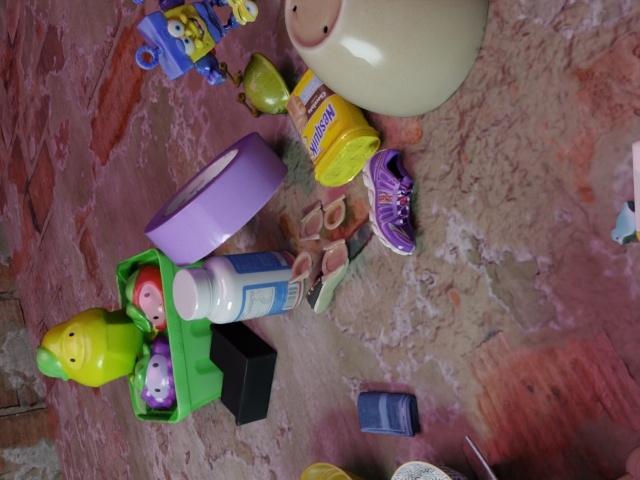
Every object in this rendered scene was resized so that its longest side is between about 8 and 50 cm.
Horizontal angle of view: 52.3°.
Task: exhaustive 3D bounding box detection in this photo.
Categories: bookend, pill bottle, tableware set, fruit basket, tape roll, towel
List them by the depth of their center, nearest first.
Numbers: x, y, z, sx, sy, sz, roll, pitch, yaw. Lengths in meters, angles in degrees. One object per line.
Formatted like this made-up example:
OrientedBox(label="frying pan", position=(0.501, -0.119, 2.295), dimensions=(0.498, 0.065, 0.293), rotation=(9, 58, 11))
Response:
OrientedBox(label="towel", position=(0.106, 0.279, 1.052), dimensions=(0.119, 0.029, 0.067), rotation=(-13, 83, 51))
OrientedBox(label="tableware set", position=(0.000, 0.000, 1.123), dimensions=(0.141, 0.020, 0.168), rotation=(-24, 52, 47))
OrientedBox(label="pill bottle", position=(-0.151, 0.085, 1.197), dimensions=(0.124, 0.221, 0.124), rotation=(6, 97, 51))
OrientedBox(label="tape roll", position=(-0.192, -0.077, 1.197), dimensions=(0.090, 0.275, 0.275), rotation=(48, 144, -18))
OrientedBox(label="bookend", position=(-0.172, 0.272, 1.359), dimensions=(0.156, 0.072, 0.157), rotation=(29, 116, 47))
OrientedBox(label="fruit basket", position=(-0.407, 0.214, 1.414), dimensions=(0.283, 0.392, 0.392), rotation=(-17, 81, 51))

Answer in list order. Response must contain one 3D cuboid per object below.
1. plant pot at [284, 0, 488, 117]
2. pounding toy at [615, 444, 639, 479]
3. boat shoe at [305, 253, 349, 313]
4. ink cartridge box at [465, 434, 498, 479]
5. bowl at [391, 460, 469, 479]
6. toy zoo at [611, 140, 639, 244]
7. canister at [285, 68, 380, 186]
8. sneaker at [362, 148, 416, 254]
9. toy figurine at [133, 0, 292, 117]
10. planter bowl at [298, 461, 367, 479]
OrientedBox(label="plant pot", position=(0.062, -0.323, 0.922), dimensions=(0.284, 0.191, 0.284), rotation=(6, 97, 51))
OrientedBox(label="pounding toy", position=(0.371, 0.347, 0.658), dimensions=(0.183, 0.110, 0.237), rotation=(-38, 40, -3))
OrientedBox(label="boat shoe", position=(0.009, 0.070, 1.135), dimensions=(0.042, 0.049, 0.133), rotation=(48, 133, 27))
OrientedBox(label="ink cartridge box", position=(0.243, 0.383, 0.713), dimensions=(0.072, 0.303, 0.307), rotation=(-36, 59, 0))
OrientedBox(label="bowl", position=(0.182, 0.390, 0.928), dimensions=(0.170, 0.080, 0.170), rotation=(6, 98, 50))
OrientedBox(label="toy zoo", position=(0.426, -0.035, 0.627), dimensions=(0.293, 0.030, 0.192), rotation=(-20, 78, 50))
OrientedBox(label="canister", position=(0.015, -0.194, 1.085), dimensions=(0.126, 0.073, 0.170), rotation=(-49, 55, 41))
OrientedBox(label="sneaker", position=(0.113, -0.061, 0.985), dimensions=(0.071, 0.068, 0.170), rotation=(-26, 72, 43))
OrientedBox(label="toy figurine", position=(-0.230, -0.329, 1.145), dimensions=(0.191, 0.217, 0.362), rotation=(-4, 122, 51))
OrientedBox(label="planter bowl", position=(0.057, 0.465, 1.081), dimensions=(0.217, 0.090, 0.217), rotation=(8, 100, 51))
